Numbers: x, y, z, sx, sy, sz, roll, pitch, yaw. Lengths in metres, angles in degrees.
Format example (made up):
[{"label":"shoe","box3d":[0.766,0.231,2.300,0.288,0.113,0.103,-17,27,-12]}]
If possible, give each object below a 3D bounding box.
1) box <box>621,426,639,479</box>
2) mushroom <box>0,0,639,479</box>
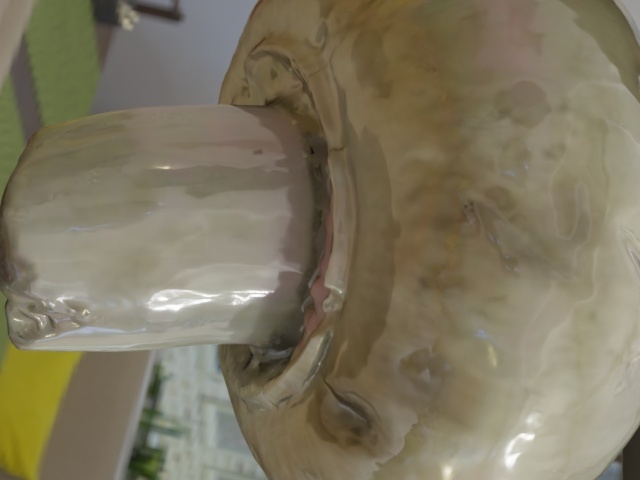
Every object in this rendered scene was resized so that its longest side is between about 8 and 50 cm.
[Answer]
[{"label":"box","box3d":[0.274,0.130,1.079,0.160,0.050,0.230,113,-11,-49]},{"label":"mushroom","box3d":[0.028,-0.007,0.824,0.325,0.353,0.353,-63,167,-58]}]
